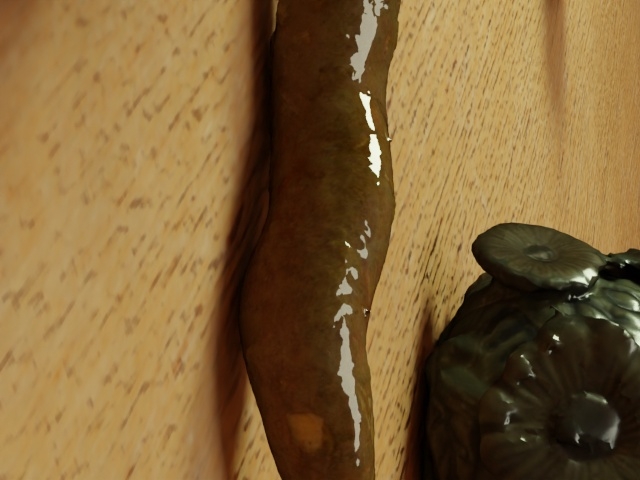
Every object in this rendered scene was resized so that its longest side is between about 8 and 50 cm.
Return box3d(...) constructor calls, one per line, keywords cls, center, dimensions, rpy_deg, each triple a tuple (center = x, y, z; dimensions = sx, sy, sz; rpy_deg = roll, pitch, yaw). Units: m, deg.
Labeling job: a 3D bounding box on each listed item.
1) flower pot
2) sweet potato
box3d(cls="flower pot", center=(0.183, 0.137, 0.958), dimensions=(0.302, 0.213, 0.302), rpy_deg=(-2, 90, -74))
box3d(cls="sweet potato", center=(0.000, 0.000, 0.622), dimensions=(0.067, 0.059, 0.281), rpy_deg=(80, 14, -66))
